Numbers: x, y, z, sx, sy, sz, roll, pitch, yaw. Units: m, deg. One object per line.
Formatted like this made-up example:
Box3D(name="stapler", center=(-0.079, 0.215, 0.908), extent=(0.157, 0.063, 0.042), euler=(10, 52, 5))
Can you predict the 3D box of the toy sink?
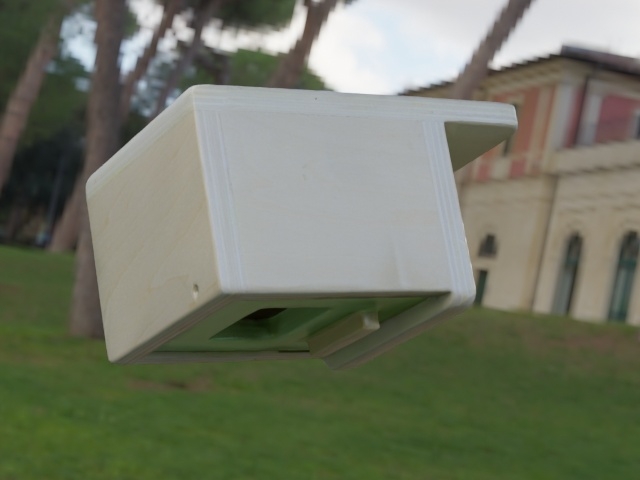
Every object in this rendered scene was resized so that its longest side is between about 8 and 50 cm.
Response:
Box3D(name="toy sink", center=(0.000, 0.000, 1.000), extent=(0.234, 0.131, 0.153), euler=(0, -19, -33))
